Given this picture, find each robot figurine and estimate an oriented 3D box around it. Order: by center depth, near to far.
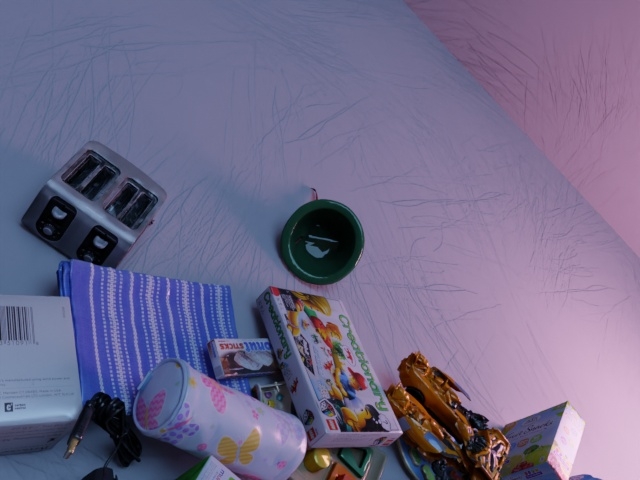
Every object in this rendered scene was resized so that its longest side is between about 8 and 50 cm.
[{"bbox_3d":[0.247,0.362,1.277,0.291,0.085,0.211,44,42,2],"label":"robot figurine"}]

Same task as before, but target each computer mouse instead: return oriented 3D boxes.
[{"bbox_3d":[-0.278,0.321,0.818,0.060,0.184,0.262,5,42,10],"label":"computer mouse"}]

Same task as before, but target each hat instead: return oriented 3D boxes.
[{"bbox_3d":[0.000,0.000,1.469,0.173,0.183,0.208,37,81,-4],"label":"hat"}]

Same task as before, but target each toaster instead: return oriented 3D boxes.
[{"bbox_3d":[-0.365,-0.055,1.107,0.168,0.110,0.185,38,39,-13],"label":"toaster"}]

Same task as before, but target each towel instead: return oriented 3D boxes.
[{"bbox_3d":[-0.250,0.157,1.053,0.336,0.040,0.243,15,49,-46],"label":"towel"}]

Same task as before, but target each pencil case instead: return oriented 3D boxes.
[{"bbox_3d":[-0.142,0.271,0.987,0.273,0.113,0.124,38,5,-39],"label":"pencil case"}]

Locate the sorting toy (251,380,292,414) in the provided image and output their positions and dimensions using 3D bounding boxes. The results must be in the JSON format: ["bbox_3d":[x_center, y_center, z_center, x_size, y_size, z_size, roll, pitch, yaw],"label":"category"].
[{"bbox_3d":[-0.080,0.282,1.145,0.083,0.045,0.075,3,65,-45],"label":"sorting toy"}]

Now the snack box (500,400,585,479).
[{"bbox_3d":[0.442,0.442,1.385,0.070,0.174,0.207,53,38,1],"label":"snack box"}]

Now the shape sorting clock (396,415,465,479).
[{"bbox_3d":[0.229,0.402,1.328,0.206,0.040,0.206,24,44,-26],"label":"shape sorting clock"}]

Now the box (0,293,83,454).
[{"bbox_3d":[-0.421,0.172,0.854,0.181,0.119,0.181,6,55,-40],"label":"box"}]

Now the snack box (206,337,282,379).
[{"bbox_3d":[-0.123,0.202,1.145,0.178,0.022,0.064,13,52,-57],"label":"snack box"}]

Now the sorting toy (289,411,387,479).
[{"bbox_3d":[0.027,0.377,1.156,0.196,0.047,0.347,43,39,-7],"label":"sorting toy"}]

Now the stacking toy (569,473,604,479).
[{"bbox_3d":[0.481,0.620,1.317,0.302,0.175,0.165,-28,79,-37],"label":"stacking toy"}]

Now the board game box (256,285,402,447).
[{"bbox_3d":[0.012,0.227,1.209,0.193,0.053,0.305,15,38,-42],"label":"board game box"}]

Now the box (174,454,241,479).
[{"bbox_3d":[-0.142,0.464,0.861,0.231,0.127,0.262,42,39,-8],"label":"box"}]
